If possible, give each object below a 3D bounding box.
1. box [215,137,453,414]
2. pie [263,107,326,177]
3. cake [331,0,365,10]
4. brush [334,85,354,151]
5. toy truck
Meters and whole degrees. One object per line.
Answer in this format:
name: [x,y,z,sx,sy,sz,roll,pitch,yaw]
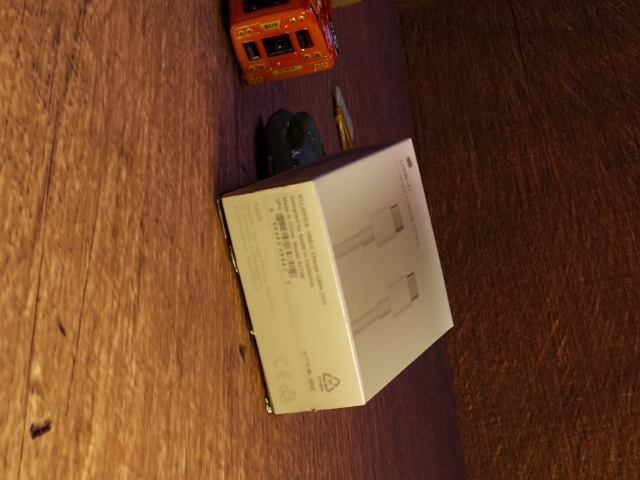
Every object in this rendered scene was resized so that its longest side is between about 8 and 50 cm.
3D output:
box: [0.021,0.026,1.192,0.252,0.106,0.203,-28,105,-63]
pie: [0.001,0.008,1.401,0.302,0.067,0.302,-13,90,-78]
cake: [0.004,-0.409,1.617,0.293,0.199,0.196,55,19,-79]
brush: [0.045,-0.119,2.026,0.103,0.013,0.272,66,15,-50]
toy truck: [-0.048,-0.290,1.365,0.114,0.107,0.252,65,15,-53]
